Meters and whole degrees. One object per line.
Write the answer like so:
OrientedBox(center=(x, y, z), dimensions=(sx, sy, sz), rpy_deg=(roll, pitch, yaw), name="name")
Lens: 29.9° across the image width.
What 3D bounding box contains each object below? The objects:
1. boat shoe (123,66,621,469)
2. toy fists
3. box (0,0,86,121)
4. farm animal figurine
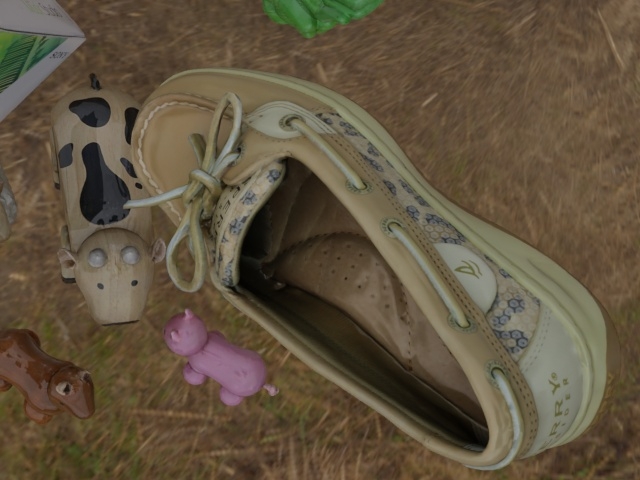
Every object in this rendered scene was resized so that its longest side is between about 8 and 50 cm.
OrientedBox(center=(0.000, 0.000, 0.548), dimensions=(0.285, 0.089, 0.104), rpy_deg=(32, 118, 32), name="boat shoe")
OrientedBox(center=(-0.009, -0.294, 1.312), dimensions=(0.142, 0.279, 0.096), rpy_deg=(37, 79, -17), name="toy fists")
OrientedBox(center=(-0.319, -0.056, 0.842), dimensions=(0.322, 0.232, 0.058), rpy_deg=(-43, 94, 8), name="box")
OrientedBox(center=(-0.154, -0.002, 1.037), dimensions=(0.330, 0.172, 0.326), rpy_deg=(-22, 75, -18), name="farm animal figurine")
